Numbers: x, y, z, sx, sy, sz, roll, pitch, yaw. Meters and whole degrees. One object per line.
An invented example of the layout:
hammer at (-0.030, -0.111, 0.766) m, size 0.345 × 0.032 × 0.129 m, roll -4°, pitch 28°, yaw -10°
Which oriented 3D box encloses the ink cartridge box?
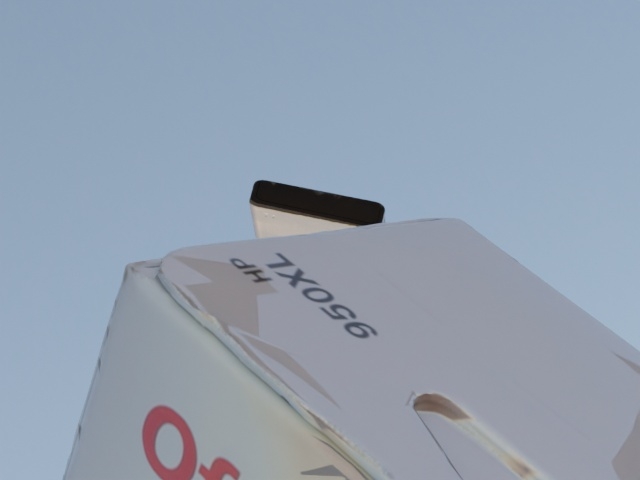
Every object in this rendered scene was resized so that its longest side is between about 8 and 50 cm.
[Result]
ink cartridge box at (0.027, 0.230, 0.544) m, size 0.166 × 0.285 × 0.395 m, roll -9°, pitch -52°, yaw -45°

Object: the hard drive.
hard drive at (0.000, 0.000, 1.157) m, size 0.094 × 0.022 × 0.135 m, roll 11°, pitch -21°, yaw 7°
